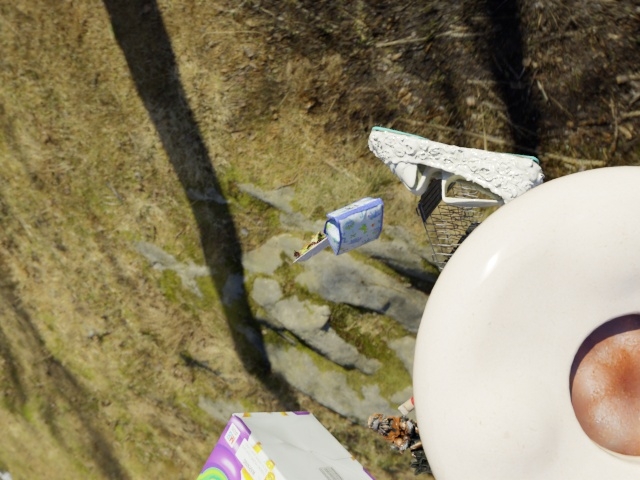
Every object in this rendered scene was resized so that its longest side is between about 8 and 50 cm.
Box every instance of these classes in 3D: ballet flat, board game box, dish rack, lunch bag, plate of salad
[{"bbox_3d":[0.266,-0.152,1.162,0.408,0.147,0.147,18,122,31],"label":"ballet flat"},{"bbox_3d":[-0.078,0.354,0.610,0.142,0.144,0.275,34,98,40],"label":"board game box"},{"bbox_3d":[0.339,-0.055,1.333,0.074,0.208,0.272,11,139,42],"label":"dish rack"},{"bbox_3d":[0.083,-0.044,1.314,0.096,0.128,0.151,62,165,17],"label":"lunch bag"},{"bbox_3d":[0.000,0.000,1.481,0.199,0.200,0.048,-36,88,32],"label":"plate of salad"}]

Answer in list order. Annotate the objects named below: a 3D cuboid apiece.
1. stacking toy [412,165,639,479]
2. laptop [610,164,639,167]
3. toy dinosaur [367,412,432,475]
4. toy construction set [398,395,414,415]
[{"bbox_3d":[0.261,0.131,0.611,0.350,0.480,0.351,0,85,4],"label":"stacking toy"},{"bbox_3d":[0.337,0.109,0.651,0.236,0.382,0.408,1,97,0],"label":"laptop"},{"bbox_3d":[0.318,0.619,1.685,0.321,0.218,0.165,0,86,-11],"label":"toy dinosaur"},{"bbox_3d":[0.315,0.441,1.234,0.308,0.257,0.237,33,126,-10],"label":"toy construction set"}]
